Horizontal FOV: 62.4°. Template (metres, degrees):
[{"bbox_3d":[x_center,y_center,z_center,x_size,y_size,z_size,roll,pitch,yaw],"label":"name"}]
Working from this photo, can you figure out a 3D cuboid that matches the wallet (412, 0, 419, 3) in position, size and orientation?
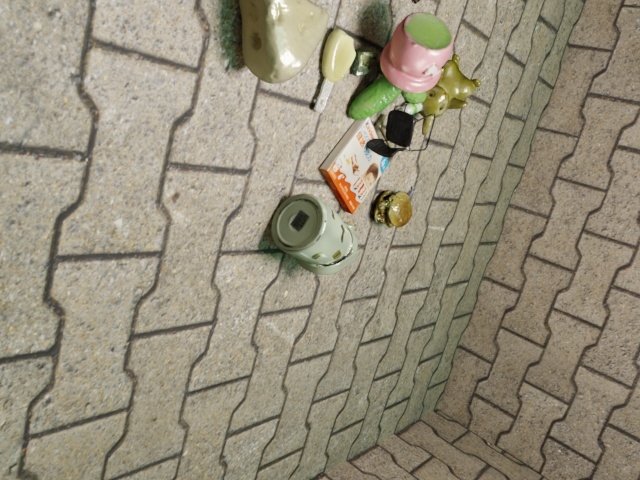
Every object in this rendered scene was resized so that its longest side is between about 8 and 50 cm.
[{"bbox_3d":[0.394,-0.955,1.884,0.232,0.031,0.122,-45,144,-22],"label":"wallet"}]

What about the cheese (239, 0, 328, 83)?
[{"bbox_3d":[-0.124,-0.543,1.364,0.251,0.173,0.248,28,79,-55],"label":"cheese"}]

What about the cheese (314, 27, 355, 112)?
[{"bbox_3d":[0.037,-0.530,1.679,0.127,0.050,0.255,8,106,-54],"label":"cheese"}]

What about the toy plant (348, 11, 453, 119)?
[{"bbox_3d":[0.268,-0.562,1.748,0.317,0.211,0.356,-22,169,-23],"label":"toy plant"}]

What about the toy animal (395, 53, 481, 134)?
[{"bbox_3d":[0.467,-0.562,2.076,0.181,0.180,0.363,48,60,-10],"label":"toy animal"}]

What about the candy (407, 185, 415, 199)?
[{"bbox_3d":[0.396,-0.204,2.338,0.083,0.020,0.030,-57,143,-6],"label":"candy"}]

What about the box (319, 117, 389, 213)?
[{"bbox_3d":[0.133,-0.275,1.947,0.265,0.048,0.273,-55,142,-14],"label":"box"}]

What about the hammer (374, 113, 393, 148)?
[{"bbox_3d":[0.259,-0.410,2.051,0.060,0.028,0.195,-62,148,-15],"label":"hammer"}]

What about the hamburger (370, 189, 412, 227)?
[{"bbox_3d":[0.294,-0.132,2.164,0.185,0.131,0.159,11,98,-49],"label":"hamburger"}]

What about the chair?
[{"bbox_3d":[0.286,-0.395,1.914,0.221,0.140,0.145,-23,132,-40],"label":"chair"}]

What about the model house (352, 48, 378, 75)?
[{"bbox_3d":[0.147,-0.592,1.762,0.078,0.066,0.083,-22,128,-41],"label":"model house"}]

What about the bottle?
[{"bbox_3d":[0.000,0.000,1.823,0.229,0.229,0.351,-62,147,-4],"label":"bottle"}]
